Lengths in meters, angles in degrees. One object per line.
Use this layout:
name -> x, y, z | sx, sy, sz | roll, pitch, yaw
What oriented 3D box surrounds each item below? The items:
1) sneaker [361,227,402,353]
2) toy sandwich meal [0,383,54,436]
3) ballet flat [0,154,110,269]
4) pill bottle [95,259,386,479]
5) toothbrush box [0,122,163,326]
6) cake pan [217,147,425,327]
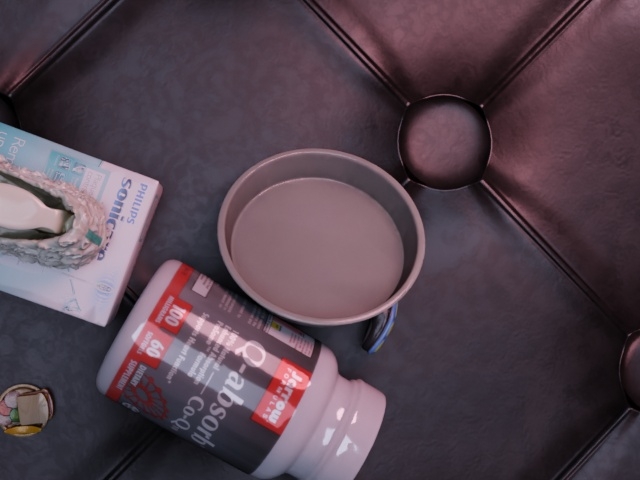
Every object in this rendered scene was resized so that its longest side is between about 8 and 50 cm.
sneaker -> 0.079, 0.074, 1.370 | 0.078, 0.067, 0.188 | 5, 85, 2
toy sandwich meal -> -0.428, 0.247, 1.326 | 0.085, 0.029, 0.086 | 0, 90, -6
ballet flat -> -0.464, -0.070, 1.147 | 0.408, 0.147, 0.147 | 15, 88, -5
pill bottle -> -0.106, 0.198, 1.272 | 0.362, 0.210, 0.210 | 30, 87, -5
toothbrush box -> -0.395, -0.030, 1.285 | 0.295, 0.126, 0.217 | 21, 87, -7
cake pan -> 0.000, 0.000, 1.300 | 0.293, 0.054, 0.293 | 3, 57, -5
